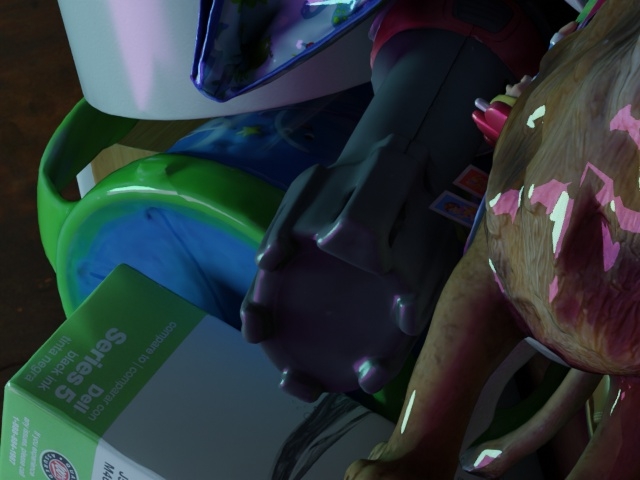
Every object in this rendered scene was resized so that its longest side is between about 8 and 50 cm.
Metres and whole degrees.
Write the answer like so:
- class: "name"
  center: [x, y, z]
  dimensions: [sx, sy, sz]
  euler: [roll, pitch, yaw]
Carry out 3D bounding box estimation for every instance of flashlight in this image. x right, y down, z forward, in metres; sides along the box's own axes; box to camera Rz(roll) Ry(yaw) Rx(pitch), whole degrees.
- class: "flashlight"
  center: [0.041, -0.036, 0.923]
  dimensions: [0.103, 0.103, 0.304]
  euler: [59, -149, -20]

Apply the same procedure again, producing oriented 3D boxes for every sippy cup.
- class: "sippy cup"
  center: [0.000, 0.000, 1.192]
  dimensions: [0.305, 0.224, 0.240]
  euler: [51, 142, -10]

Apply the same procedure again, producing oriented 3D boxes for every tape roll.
- class: "tape roll"
  center: [-0.041, -0.191, 1.147]
  dimensions: [0.246, 0.246, 0.169]
  euler: [-126, 20, -67]

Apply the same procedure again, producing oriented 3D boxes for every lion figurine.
- class: "lion figurine"
  center: [0.117, 0.008, 0.764]
  dimensions: [0.240, 0.142, 0.392]
  euler: [-63, 0, -2]

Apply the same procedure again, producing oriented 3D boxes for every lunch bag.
- class: "lunch bag"
  center: [0.002, -0.142, 0.957]
  dimensions: [0.096, 0.151, 0.129]
  euler: [38, -153, 0]

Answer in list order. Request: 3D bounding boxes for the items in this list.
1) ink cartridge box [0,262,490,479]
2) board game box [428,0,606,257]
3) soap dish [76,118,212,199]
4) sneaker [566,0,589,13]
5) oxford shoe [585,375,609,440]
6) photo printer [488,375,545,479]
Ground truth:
- class: "ink cartridge box"
  center: [-0.039, 0.169, 1.109]
  dimensions: [0.272, 0.115, 0.198]
  euler: [30, 140, 14]
- class: "board game box"
  center: [0.093, -0.065, 0.805]
  dimensions: [0.033, 0.168, 0.133]
  euler: [33, 134, 14]
- class: "soap dish"
  center: [-0.049, -0.044, 1.495]
  dimensions: [0.291, 0.118, 0.229]
  euler: [-47, -43, -45]
- class: "sneaker"
  center: [0.107, -0.169, 0.828]
  dimensions: [0.212, 0.080, 0.094]
  euler: [67, 177, -63]
- class: "oxford shoe"
  center: [0.162, 0.066, 0.920]
  dimensions: [0.076, 0.076, 0.212]
  euler: [101, 152, -52]
- class: "photo printer"
  center: [0.022, 0.131, 1.362]
  dimensions: [0.107, 0.256, 0.308]
  euler: [-16, 92, 55]
